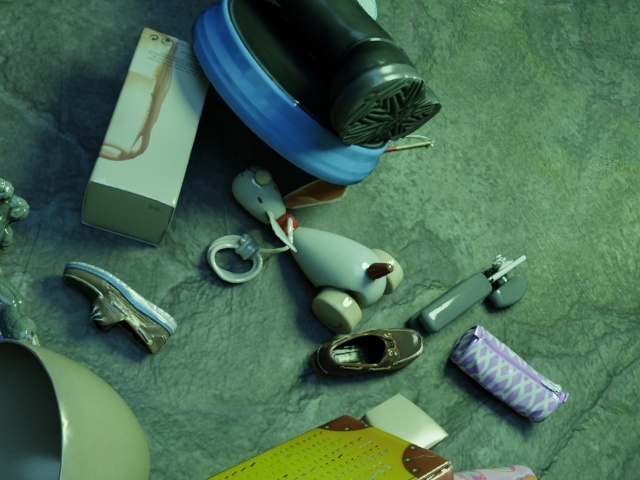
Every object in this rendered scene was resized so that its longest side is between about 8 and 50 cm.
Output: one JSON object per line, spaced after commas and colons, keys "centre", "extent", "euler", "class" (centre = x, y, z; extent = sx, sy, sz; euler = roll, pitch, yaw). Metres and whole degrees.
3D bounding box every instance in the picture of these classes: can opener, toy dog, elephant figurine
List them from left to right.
{"centre": [-0.476, 0.037, 0.919], "extent": [0.169, 0.186, 0.239], "euler": [26, 49, -44], "class": "elephant figurine"}
{"centre": [0.000, 0.000, 1.154], "extent": [0.334, 0.161, 0.220], "euler": [27, 58, -11], "class": "toy dog"}
{"centre": [0.281, 0.103, 1.284], "extent": [0.280, 0.074, 0.093], "euler": [-24, 79, -31], "class": "can opener"}

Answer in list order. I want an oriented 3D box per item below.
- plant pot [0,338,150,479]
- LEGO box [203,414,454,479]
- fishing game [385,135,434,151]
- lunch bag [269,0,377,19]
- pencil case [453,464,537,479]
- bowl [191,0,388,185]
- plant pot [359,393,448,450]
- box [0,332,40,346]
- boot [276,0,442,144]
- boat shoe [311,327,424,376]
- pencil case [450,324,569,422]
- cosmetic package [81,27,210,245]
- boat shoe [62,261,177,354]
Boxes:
{"centre": [-0.320, 0.272, 0.849], "extent": [0.191, 0.284, 0.284], "euler": [25, 52, -52], "class": "plant pot"}
{"centre": [-0.080, 0.462, 0.751], "extent": [0.500, 0.193, 0.372], "euler": [-14, 105, -38], "class": "LEGO box"}
{"centre": [0.136, -0.301, 1.430], "extent": [0.189, 0.041, 0.264], "euler": [-11, 72, -25], "class": "fishing game"}
{"centre": [-0.016, -0.517, 1.421], "extent": [0.224, 0.108, 0.279], "euler": [0, 64, -18], "class": "lunch bag"}
{"centre": [0.205, 0.418, 1.081], "extent": [0.284, 0.124, 0.124], "euler": [-2, 68, -24], "class": "pencil case"}
{"centre": [-0.036, -0.266, 1.203], "extent": [0.391, 0.077, 0.391], "euler": [36, 28, -23], "class": "bowl"}
{"centre": [0.112, 0.304, 1.100], "extent": [0.109, 0.109, 0.096], "euler": [-22, 65, -31], "class": "plant pot"}
{"centre": [-0.460, 0.158, 0.933], "extent": [0.169, 0.059, 0.054], "euler": [-17, 77, -29], "class": "box"}
{"centre": [-0.006, -0.368, 1.120], "extent": [0.445, 0.146, 0.367], "euler": [57, 15, 7], "class": "boot"}
{"centre": [0.090, 0.182, 1.163], "extent": [0.207, 0.073, 0.073], "euler": [-9, 70, -29], "class": "boat shoe"}
{"centre": [0.326, 0.232, 1.236], "extent": [0.206, 0.088, 0.086], "euler": [35, 59, -5], "class": "pencil case"}
{"centre": [-0.267, -0.163, 1.119], "extent": [0.129, 0.153, 0.296], "euler": [17, 59, -16], "class": "cosmetic package"}
{"centre": [-0.299, 0.099, 1.030], "extent": [0.183, 0.066, 0.066], "euler": [32, 59, -7], "class": "boat shoe"}
